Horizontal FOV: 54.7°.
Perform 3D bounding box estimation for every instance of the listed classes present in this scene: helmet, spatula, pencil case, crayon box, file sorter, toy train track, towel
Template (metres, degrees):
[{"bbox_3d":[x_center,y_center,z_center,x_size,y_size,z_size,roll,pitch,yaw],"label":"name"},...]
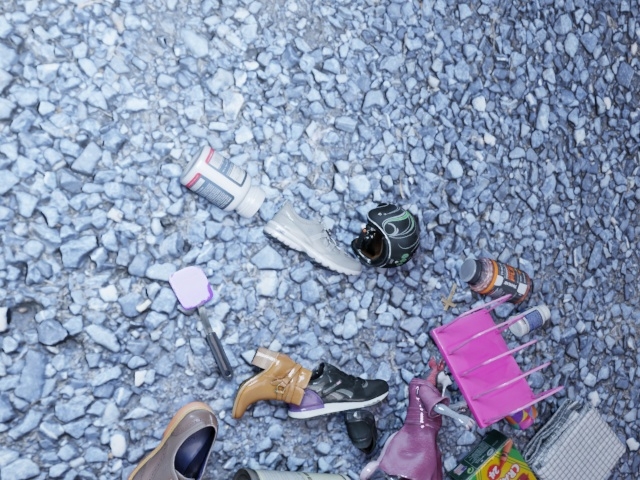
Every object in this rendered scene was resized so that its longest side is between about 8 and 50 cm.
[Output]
[{"bbox_3d":[0.174,-0.013,1.585,0.162,0.169,0.169,-22,104,-44],"label":"helmet"},{"bbox_3d":[-0.270,0.204,1.485,0.084,0.030,0.296,-25,103,-22],"label":"spatula"},{"bbox_3d":[0.536,0.458,1.822,0.236,0.104,0.104,46,76,-20],"label":"pencil case"},{"bbox_3d":[0.548,0.754,1.856,0.202,0.081,0.318,-39,108,-13],"label":"crayon box"},{"bbox_3d":[0.481,0.317,1.670,0.202,0.182,0.290,-17,70,-26],"label":"file sorter"},{"bbox_3d":[0.370,0.162,1.774,0.048,0.014,0.083,29,77,-16],"label":"toy train track"},{"bbox_3d":[0.785,0.662,1.940,0.283,0.121,0.235,-47,108,-12],"label":"towel"}]

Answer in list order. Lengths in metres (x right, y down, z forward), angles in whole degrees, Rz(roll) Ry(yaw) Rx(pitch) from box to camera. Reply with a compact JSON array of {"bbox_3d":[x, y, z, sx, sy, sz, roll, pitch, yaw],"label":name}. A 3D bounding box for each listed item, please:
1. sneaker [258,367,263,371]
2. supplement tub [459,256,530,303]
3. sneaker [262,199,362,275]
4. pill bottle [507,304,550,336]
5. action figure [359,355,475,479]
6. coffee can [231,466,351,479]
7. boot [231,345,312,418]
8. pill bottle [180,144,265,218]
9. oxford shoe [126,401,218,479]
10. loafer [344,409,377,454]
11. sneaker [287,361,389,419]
[{"bbox_3d":[-0.118,0.337,1.559,0.083,0.035,0.031,36,79,-22],"label":"sneaker"},{"bbox_3d":[0.497,0.111,1.774,0.198,0.106,0.106,18,87,-24],"label":"supplement tub"},{"bbox_3d":[0.000,0.000,1.547,0.281,0.105,0.115,31,81,-23],"label":"sneaker"},{"bbox_3d":[0.631,0.238,1.864,0.120,0.067,0.067,-21,102,-21],"label":"pill bottle"},{"bbox_3d":[0.271,0.496,1.687,0.276,0.248,0.370,6,70,10],"label":"action figure"},{"bbox_3d":[-0.071,0.669,1.515,0.275,0.201,0.201,13,89,-24],"label":"coffee can"},{"bbox_3d":[-0.121,0.372,1.510,0.152,0.073,0.197,26,93,-4],"label":"boot"},{"bbox_3d":[-0.223,-0.130,1.438,0.180,0.108,0.108,35,80,-22],"label":"pill bottle"},{"bbox_3d":[-0.354,0.552,1.419,0.130,0.133,0.363,31,82,-23],"label":"oxford shoe"},{"bbox_3d":[0.109,0.493,1.590,0.076,0.223,0.078,-7,56,11],"label":"loafer"},{"bbox_3d":[0.049,0.373,1.602,0.283,0.107,0.124,-6,91,-23],"label":"sneaker"}]
